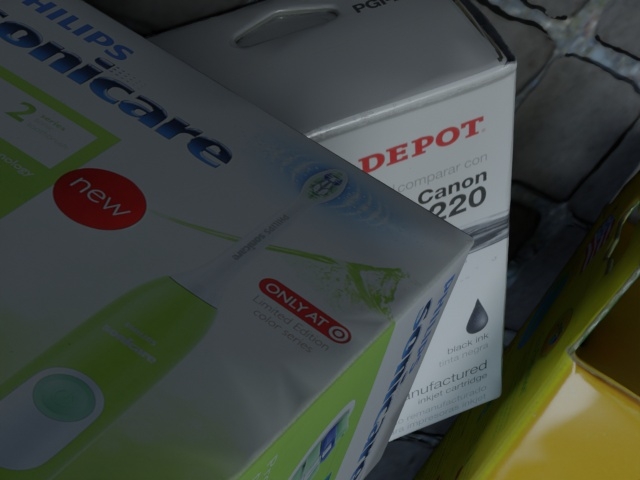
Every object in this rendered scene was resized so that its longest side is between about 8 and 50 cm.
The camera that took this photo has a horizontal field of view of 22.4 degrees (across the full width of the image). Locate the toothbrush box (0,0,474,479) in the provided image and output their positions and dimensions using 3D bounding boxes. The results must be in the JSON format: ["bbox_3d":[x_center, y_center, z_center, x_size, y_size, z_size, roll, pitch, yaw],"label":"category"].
[{"bbox_3d":[-0.115,0.051,0.508,0.283,0.206,0.122,-39,156,-48],"label":"toothbrush box"}]

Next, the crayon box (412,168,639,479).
[{"bbox_3d":[0.113,0.117,0.839,0.081,0.202,0.318,32,116,2],"label":"crayon box"}]

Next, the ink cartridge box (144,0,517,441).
[{"bbox_3d":[0.000,0.000,0.735,0.158,0.092,0.218,-20,135,-16],"label":"ink cartridge box"}]
